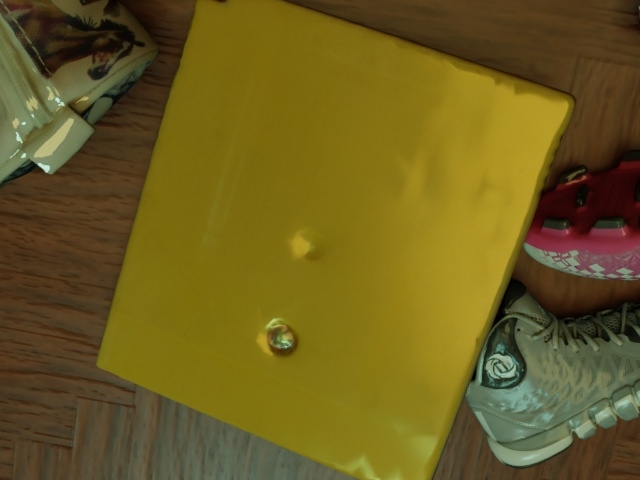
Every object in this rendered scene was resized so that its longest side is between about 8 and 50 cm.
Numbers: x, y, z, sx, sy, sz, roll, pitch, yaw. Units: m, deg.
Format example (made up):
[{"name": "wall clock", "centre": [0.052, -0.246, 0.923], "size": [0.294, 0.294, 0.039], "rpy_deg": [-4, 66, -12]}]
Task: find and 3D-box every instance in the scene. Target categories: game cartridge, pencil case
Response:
[{"name": "game cartridge", "centre": [0.000, 0.000, 0.704], "size": [0.286, 0.053, 0.323], "rpy_deg": [21, 103, 11]}, {"name": "pencil case", "centre": [-0.272, -0.230, 0.622], "size": [0.160, 0.183, 0.410], "rpy_deg": [-32, 100, 10]}]

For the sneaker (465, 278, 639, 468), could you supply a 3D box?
[{"name": "sneaker", "centre": [0.202, 0.070, 0.708], "size": [0.229, 0.086, 0.132], "rpy_deg": [-34, 100, 12]}]

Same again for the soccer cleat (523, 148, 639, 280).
[{"name": "soccer cleat", "centre": [0.309, 0.007, 0.648], "size": [0.331, 0.116, 0.143], "rpy_deg": [-8, 121, 26]}]

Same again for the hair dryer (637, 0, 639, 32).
[{"name": "hair dryer", "centre": [0.353, -0.102, 0.659], "size": [0.294, 0.080, 0.223], "rpy_deg": [34, 104, -4]}]
